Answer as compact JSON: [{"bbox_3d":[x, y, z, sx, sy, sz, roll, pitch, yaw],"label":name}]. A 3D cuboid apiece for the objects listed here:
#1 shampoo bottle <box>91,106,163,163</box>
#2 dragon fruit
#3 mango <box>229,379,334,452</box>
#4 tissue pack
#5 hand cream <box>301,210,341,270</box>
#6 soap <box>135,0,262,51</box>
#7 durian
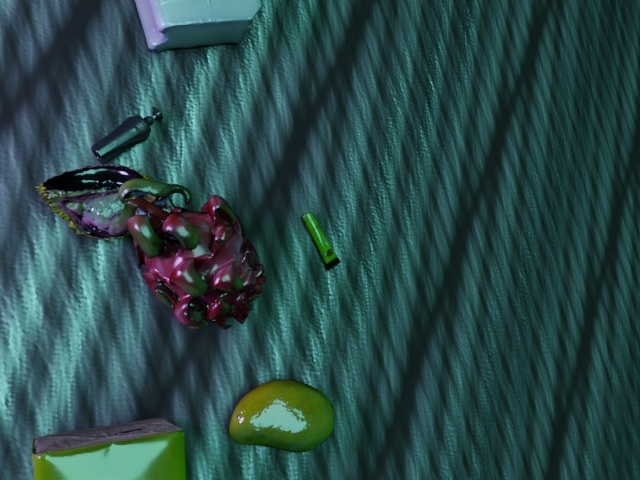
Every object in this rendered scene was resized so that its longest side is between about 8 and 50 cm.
[{"bbox_3d":[-0.332,-0.185,0.982,0.137,0.027,0.048,-43,104,-26],"label":"shampoo bottle"},{"bbox_3d":[-0.193,0.025,0.892,0.199,0.272,0.218,14,67,12],"label":"dragon fruit"},{"bbox_3d":[-0.062,0.309,1.004,0.191,0.086,0.122,18,77,-24],"label":"mango"},{"bbox_3d":[-0.303,0.418,0.818,0.201,0.167,0.274,-1,83,-27],"label":"tissue pack"},{"bbox_3d":[0.000,0.000,1.123,0.036,0.023,0.121,-33,101,-31],"label":"hand cream"},{"bbox_3d":[-0.252,-0.537,1.033,0.208,0.115,0.346,-16,89,-28],"label":"soap"},{"bbox_3d":[-0.359,-0.057,0.925,0.187,0.119,0.108,-7,122,-24],"label":"durian"}]
